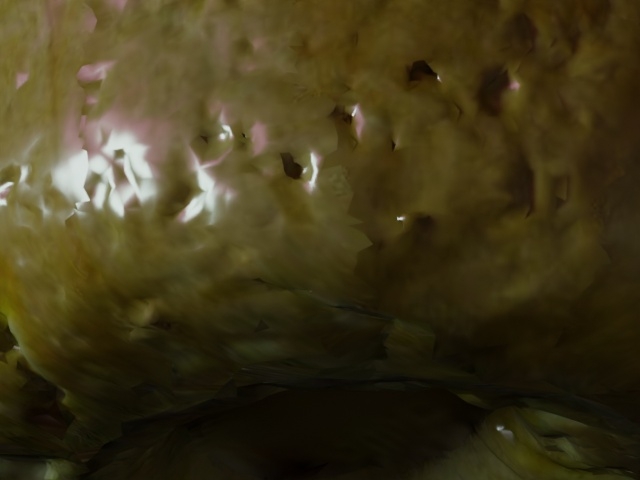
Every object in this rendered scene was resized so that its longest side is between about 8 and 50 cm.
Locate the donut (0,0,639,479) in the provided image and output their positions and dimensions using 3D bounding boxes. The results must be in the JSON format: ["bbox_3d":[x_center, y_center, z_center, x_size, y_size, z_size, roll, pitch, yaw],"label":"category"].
[{"bbox_3d":[0.000,0.000,0.437,0.261,0.208,0.128,129,149,-58],"label":"donut"}]
